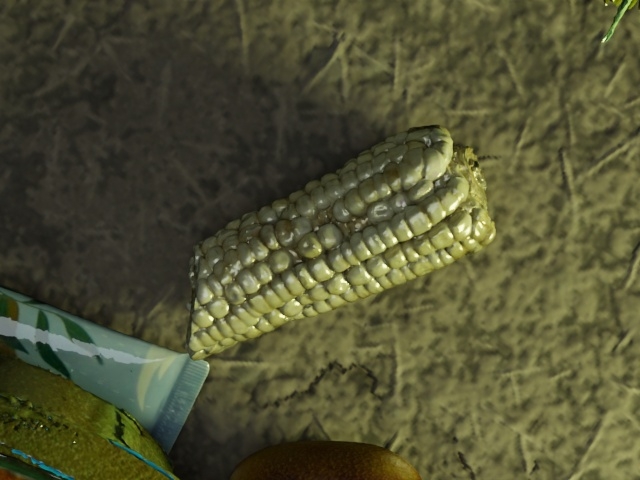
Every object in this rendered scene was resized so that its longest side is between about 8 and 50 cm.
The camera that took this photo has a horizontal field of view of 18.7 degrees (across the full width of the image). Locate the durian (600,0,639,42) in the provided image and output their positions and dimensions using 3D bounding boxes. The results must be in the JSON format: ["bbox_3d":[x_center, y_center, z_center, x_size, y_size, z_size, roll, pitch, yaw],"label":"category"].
[{"bbox_3d":[0.258,-0.252,1.059,0.355,0.169,0.157,-37,92,4],"label":"durian"}]

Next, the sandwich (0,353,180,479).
[{"bbox_3d":[-0.171,0.144,1.187,0.235,0.079,0.159,9,137,11],"label":"sandwich"}]

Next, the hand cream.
[{"bbox_3d":[-0.207,0.056,1.205,0.271,0.058,0.091,26,108,-2],"label":"hand cream"}]

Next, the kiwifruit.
[{"bbox_3d":[0.002,0.159,1.185,0.124,0.075,0.075,-4,97,4],"label":"kiwifruit"}]

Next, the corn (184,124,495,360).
[{"bbox_3d":[0.000,0.000,1.161,0.211,0.087,0.087,-21,94,10],"label":"corn"}]
